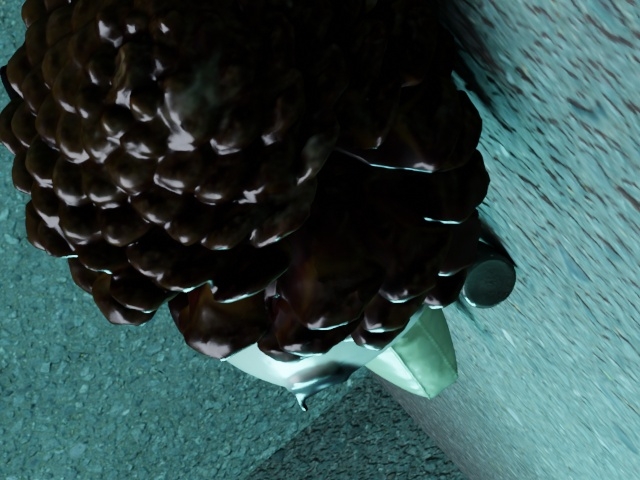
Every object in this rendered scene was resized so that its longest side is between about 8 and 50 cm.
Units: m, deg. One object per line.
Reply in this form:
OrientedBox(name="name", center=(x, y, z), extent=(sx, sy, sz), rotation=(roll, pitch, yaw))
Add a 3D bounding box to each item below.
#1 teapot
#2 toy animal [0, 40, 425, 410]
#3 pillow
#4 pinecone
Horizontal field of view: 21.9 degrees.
OrientedBox(name="teapot", center=(0.102, 0.010, 1.217), extent=(0.043, 0.043, 0.111), rotation=(54, 177, -29))
OrientedBox(name="toy animal", center=(-0.047, -0.044, 1.141), extent=(0.310, 0.251, 0.251), rotation=(60, 172, -23))
OrientedBox(name="pillow", center=(0.000, 0.000, 1.603), extent=(0.255, 0.119, 0.322), rotation=(54, 174, -35))
OrientedBox(name="pinecone", center=(-0.027, -0.044, 0.886), extent=(0.246, 0.246, 0.292), rotation=(48, -176, 35))
